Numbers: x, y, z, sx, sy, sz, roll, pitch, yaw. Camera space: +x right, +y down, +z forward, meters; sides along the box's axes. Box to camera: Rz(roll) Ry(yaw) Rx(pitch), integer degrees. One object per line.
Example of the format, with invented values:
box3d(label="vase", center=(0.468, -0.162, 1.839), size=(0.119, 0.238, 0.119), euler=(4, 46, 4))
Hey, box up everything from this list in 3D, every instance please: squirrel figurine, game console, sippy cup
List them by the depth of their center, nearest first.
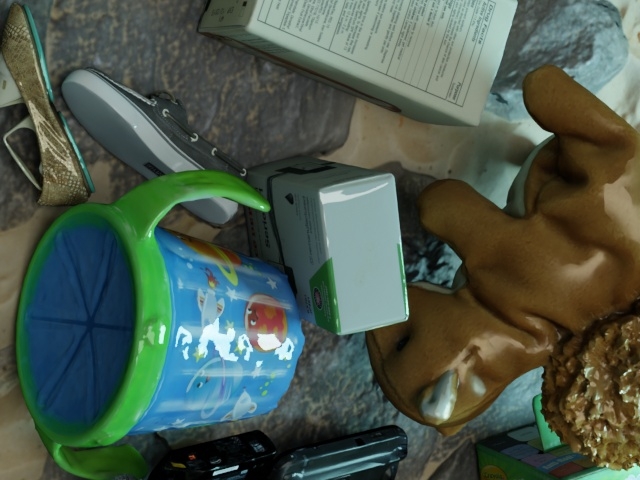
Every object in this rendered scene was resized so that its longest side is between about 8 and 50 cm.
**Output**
box3d(label="sippy cup", center=(-0.148, 0.091, 1.351), size=(0.224, 0.305, 0.240), euler=(10, 60, -40))
box3d(label="squirrel figurine", center=(0.254, 0.086, 1.481), size=(0.397, 0.281, 0.370), euler=(40, 84, 11))
box3d(label="game console", center=(-0.052, 0.284, 1.486), size=(0.361, 0.044, 0.213), euler=(-6, 131, -40))

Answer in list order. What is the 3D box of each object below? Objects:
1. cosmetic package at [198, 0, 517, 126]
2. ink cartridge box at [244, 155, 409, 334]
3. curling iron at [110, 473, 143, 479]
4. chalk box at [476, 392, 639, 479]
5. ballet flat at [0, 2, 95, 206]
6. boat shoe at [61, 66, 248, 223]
box3d(label="cosmetic package", center=(0.041, -0.237, 1.445), size=(0.296, 0.129, 0.153), euler=(20, 86, -28))
box3d(label="ink cartridge box", center=(0.000, 0.000, 1.414), size=(0.087, 0.208, 0.153), euler=(-13, 103, -23))
box3d(label="curling iron", center=(-0.244, 0.341, 1.380), size=(0.068, 0.035, 0.274), euler=(-16, 139, -55))
box3d(label="chalk box", center=(0.313, 0.318, 1.644), size=(0.180, 0.179, 0.288), euler=(-13, 104, -26))
box3d(label="ballet flat", center=(-0.282, -0.125, 1.325), size=(0.067, 0.073, 0.206), euler=(-20, 103, -9))
box3d(label="boat shoe", center=(-0.160, -0.111, 1.390), size=(0.228, 0.080, 0.076), euler=(39, 61, -24))
